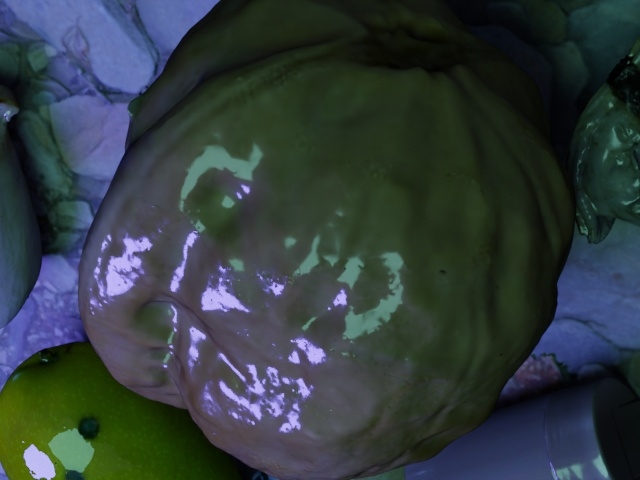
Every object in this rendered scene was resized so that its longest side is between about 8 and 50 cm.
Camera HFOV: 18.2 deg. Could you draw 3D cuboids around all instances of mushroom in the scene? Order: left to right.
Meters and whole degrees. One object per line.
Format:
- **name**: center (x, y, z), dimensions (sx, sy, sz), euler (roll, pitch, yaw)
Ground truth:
- **mushroom**: center (-0.291, -0.027, 1.699), dimensions (0.116, 0.093, 0.225), euler (30, 131, 29)

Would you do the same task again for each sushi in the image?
- **sushi**: center (0.255, -0.104, 1.441), dimensions (0.109, 0.134, 0.273), euler (53, 138, 5)

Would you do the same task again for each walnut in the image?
- **walnut**: center (0.007, -0.003, 1.451), dimensions (0.383, 0.383, 0.384), euler (9, 120, 17)

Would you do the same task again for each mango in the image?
- **mango**: center (-0.163, 0.210, 1.752), dimensions (0.175, 0.143, 0.293), euler (-27, 114, 33)

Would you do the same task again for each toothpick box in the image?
- **toothpick box**: center (0.172, 0.185, 1.618), dimensions (0.180, 0.111, 0.111), euler (-20, 108, 30)

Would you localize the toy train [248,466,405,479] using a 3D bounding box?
- **toy train**: center (0.048, 0.282, 1.717), dimensions (0.177, 0.116, 0.285), euler (-22, 109, -5)
